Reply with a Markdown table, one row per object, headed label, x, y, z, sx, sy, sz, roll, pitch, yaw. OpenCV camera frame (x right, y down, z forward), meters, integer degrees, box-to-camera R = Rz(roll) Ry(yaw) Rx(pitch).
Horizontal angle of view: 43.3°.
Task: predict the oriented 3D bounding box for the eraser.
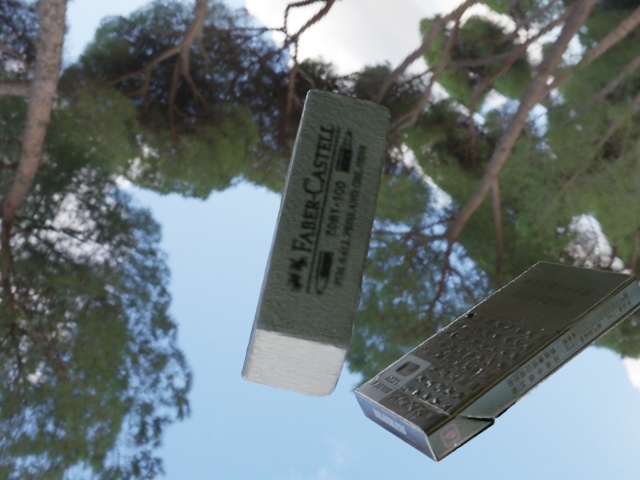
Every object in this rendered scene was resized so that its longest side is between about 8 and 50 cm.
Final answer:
| label | x | y | z | sx | sy | sz | roll | pitch | yaw |
| --- | --- | --- | --- | --- | --- | --- | --- | --- | --- |
| eraser | 0.000 | 0.000 | 0.948 | 0.112 | 0.077 | 0.352 | 14 | -107 | -6 |

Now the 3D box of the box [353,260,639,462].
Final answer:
| label | x | y | z | sx | sy | sz | roll | pitch | yaw |
| --- | --- | --- | --- | --- | --- | --- | --- | --- | --- |
| box | 0.212 | 0.131 | 0.977 | 0.047 | 0.325 | 0.180 | 62 | 162 | -15 |
